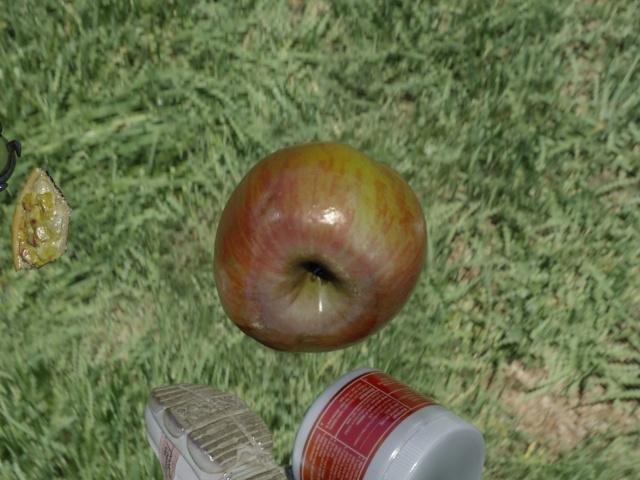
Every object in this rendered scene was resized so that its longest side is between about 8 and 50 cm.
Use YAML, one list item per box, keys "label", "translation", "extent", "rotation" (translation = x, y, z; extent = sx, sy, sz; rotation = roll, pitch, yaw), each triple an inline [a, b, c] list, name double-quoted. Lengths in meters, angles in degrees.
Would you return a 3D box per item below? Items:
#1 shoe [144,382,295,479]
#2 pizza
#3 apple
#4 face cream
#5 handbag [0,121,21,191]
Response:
- label: "shoe"
  translation: [-0.156, 0.366, 1.877]
  extent: [0.351, 0.172, 0.198]
  rotation: [45, 115, 32]
- label: "pizza"
  translation: [-0.419, -0.025, 1.939]
  extent: [0.099, 0.035, 0.160]
  rotation: [15, 98, 32]
- label: "apple"
  translation: [0.000, 0.000, 1.813]
  extent: [0.301, 0.301, 0.302]
  rotation: [1, 70, -2]
- label: "face cream"
  translation: [0.090, 0.295, 1.753]
  extent: [0.187, 0.201, 0.201]
  rotation: [27, 69, 36]
- label: "handbag"
  translation: [-0.335, -0.062, 1.237]
  extent: [0.072, 0.047, 0.111]
  rotation: [46, 70, 1]
